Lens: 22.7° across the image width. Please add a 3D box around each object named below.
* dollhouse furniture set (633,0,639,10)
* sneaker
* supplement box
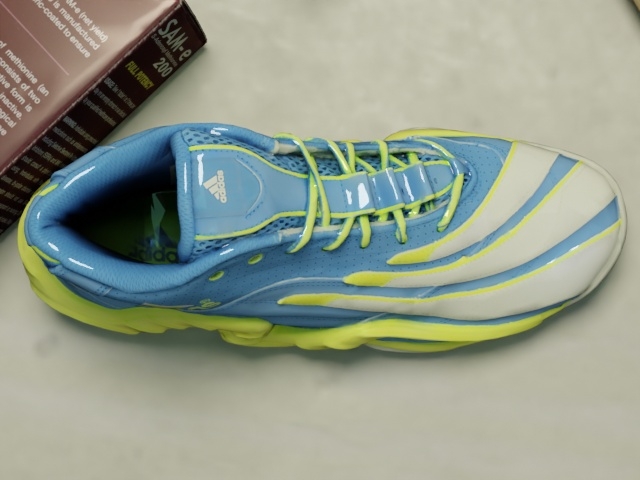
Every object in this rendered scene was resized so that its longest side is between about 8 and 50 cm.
[{"bbox_3d":[0.243,-0.175,0.618,0.242,0.161,0.212,-28,85,-22],"label":"dollhouse furniture set"},{"bbox_3d":[0.000,0.000,0.597,0.240,0.126,0.091,-5,86,3],"label":"sneaker"},{"bbox_3d":[-0.177,-0.051,0.634,0.239,0.073,0.130,-43,82,0],"label":"supplement box"}]
